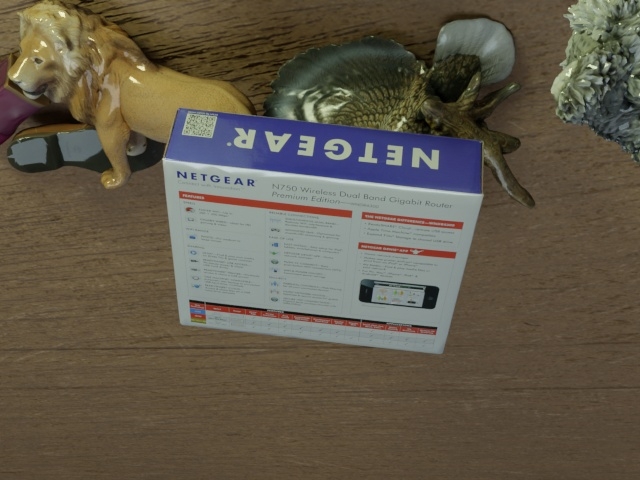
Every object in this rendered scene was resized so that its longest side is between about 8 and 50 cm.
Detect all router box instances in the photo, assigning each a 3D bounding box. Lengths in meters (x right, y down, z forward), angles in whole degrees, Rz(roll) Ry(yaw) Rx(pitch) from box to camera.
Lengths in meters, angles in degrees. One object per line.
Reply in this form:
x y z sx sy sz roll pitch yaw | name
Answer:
0.000 0.000 1.154 0.335 0.082 0.301 7 141 1 | router box

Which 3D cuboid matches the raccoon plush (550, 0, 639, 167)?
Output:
0.339 -0.236 0.777 0.216 0.299 0.446 24 163 -3 | raccoon plush

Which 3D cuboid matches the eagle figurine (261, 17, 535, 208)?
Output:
0.089 -0.136 1.211 0.298 0.225 0.226 10 113 60 | eagle figurine

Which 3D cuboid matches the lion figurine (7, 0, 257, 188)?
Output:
-0.186 -0.157 1.234 0.392 0.142 0.240 14 135 14 | lion figurine

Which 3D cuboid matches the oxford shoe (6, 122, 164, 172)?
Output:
-0.325 -0.140 1.405 0.212 0.076 0.076 1 122 -8 | oxford shoe

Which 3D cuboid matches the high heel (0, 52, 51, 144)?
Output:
-0.540 -0.236 1.277 0.181 0.127 0.377 -26 133 29 | high heel
